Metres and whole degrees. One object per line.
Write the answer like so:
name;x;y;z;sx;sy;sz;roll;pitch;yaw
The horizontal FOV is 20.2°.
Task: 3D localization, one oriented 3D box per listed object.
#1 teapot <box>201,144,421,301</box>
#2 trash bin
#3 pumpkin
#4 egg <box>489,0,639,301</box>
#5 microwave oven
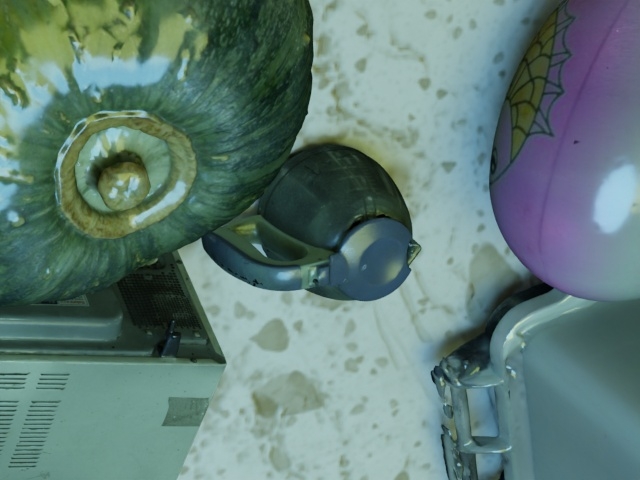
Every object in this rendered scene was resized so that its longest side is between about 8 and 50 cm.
teapot;0.006;-0.009;1.309;0.149;0.108;0.111;19;103;-34
trash bin;0.294;0.185;1.399;0.296;0.368;0.256;-19;122;-18
pumpkin;-0.176;-0.114;1.068;0.327;0.257;0.292;-15;133;-22
egg;0.233;-0.086;1.339;0.196;0.196;0.271;24;93;-35
microwave oven;-0.212;0.086;1.209;0.240;0.145;0.194;3;125;-28
